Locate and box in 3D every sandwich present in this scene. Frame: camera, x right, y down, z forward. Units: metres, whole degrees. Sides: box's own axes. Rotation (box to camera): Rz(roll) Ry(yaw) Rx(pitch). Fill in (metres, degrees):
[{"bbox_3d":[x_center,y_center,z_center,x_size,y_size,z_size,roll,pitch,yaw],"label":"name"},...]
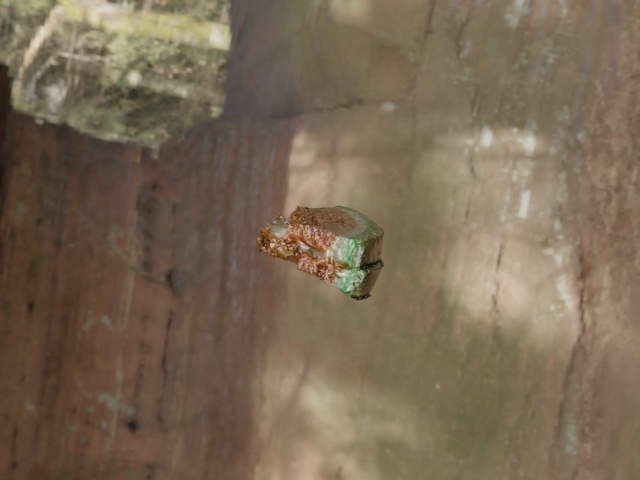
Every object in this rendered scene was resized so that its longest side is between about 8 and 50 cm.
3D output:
[{"bbox_3d":[0.010,-0.003,1.338,0.235,0.159,0.079,-45,-24,-79],"label":"sandwich"}]
